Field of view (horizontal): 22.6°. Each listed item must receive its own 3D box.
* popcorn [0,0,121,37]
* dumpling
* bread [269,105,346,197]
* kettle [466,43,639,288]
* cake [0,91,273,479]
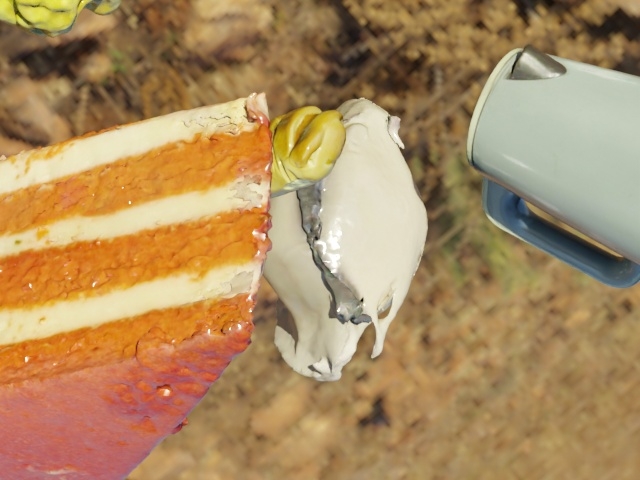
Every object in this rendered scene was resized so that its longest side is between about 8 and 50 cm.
[{"bbox_3d":[-0.259,-0.295,1.525,0.155,0.197,0.197,-24,156,-32],"label":"popcorn"},{"bbox_3d":[-0.006,-0.007,1.556,0.204,0.293,0.163,-10,154,36],"label":"dumpling"},{"bbox_3d":[-0.026,-0.044,0.828,0.088,0.033,0.049,-17,-146,36],"label":"bread"},{"bbox_3d":[0.252,-0.050,1.359,0.160,0.243,0.210,-48,150,-33],"label":"kettle"},{"bbox_3d":[-0.141,0.017,0.773,0.160,0.158,0.262,19,144,-20],"label":"cake"}]
